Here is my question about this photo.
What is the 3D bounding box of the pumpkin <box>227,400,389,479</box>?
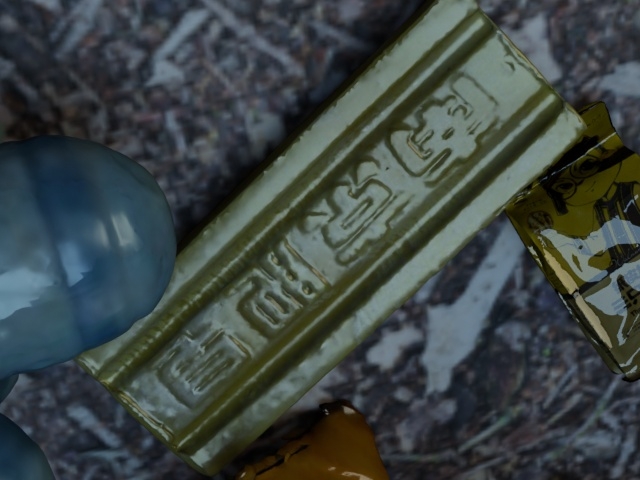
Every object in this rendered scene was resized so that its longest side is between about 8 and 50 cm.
[{"bbox_3d":[0.061,0.243,0.609,0.303,0.256,0.225,17,115,-5],"label":"pumpkin"}]

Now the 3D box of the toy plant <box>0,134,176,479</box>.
[{"bbox_3d":[-0.215,0.033,0.455,0.332,0.247,0.247,-18,119,-9],"label":"toy plant"}]

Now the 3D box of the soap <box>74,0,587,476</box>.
[{"bbox_3d":[0.000,0.000,0.579,0.252,0.037,0.092,-44,102,9],"label":"soap"}]

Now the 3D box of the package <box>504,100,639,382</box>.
[{"bbox_3d":[0.143,0.001,0.619,0.071,0.047,0.131,-36,94,2],"label":"package"}]
